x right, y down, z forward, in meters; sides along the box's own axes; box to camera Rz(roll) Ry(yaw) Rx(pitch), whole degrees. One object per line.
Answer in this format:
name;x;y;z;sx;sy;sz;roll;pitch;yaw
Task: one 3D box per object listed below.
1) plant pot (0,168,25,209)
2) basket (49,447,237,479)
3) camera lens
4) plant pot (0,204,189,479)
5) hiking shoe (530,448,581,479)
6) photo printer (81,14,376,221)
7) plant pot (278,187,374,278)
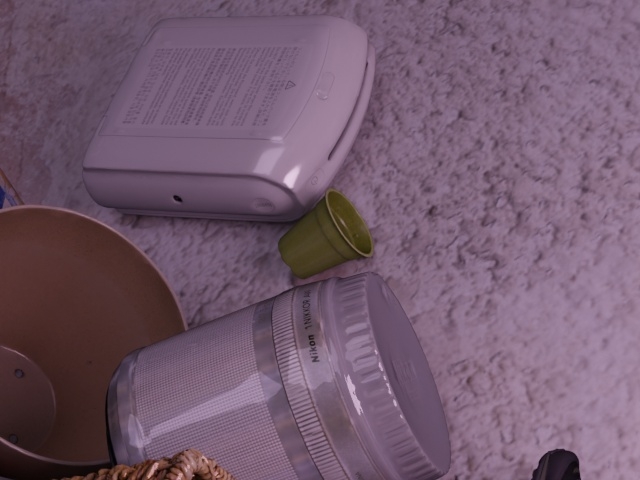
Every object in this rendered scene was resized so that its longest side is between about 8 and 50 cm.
plant pot;-0.444;0.025;1.958;0.212;0.236;0.236;-12;48;13
basket;-0.136;0.341;1.443;0.223;0.299;0.213;-13;48;21
camera lens;-0.043;0.168;1.596;0.274;0.219;0.219;-22;45;13
plant pot;-0.301;0.132;1.779;0.191;0.284;0.284;-42;29;47
hiking shoe;0.241;0.274;1.448;0.114;0.086;0.227;-13;56;10
photo printer;-0.092;-0.142;1.974;0.307;0.107;0.256;3;55;32
plant pot;0.000;0.000;1.826;0.079;0.083;0.083;-32;42;20
